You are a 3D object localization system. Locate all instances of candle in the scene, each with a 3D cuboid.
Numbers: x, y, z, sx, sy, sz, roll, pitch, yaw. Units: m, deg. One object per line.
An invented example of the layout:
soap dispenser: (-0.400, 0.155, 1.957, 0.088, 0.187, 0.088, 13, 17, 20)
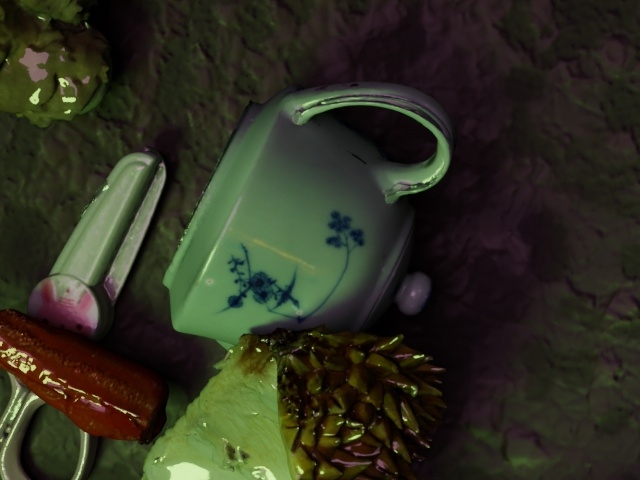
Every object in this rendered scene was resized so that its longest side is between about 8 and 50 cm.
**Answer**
candle: (-0.169, 0.075, 1.062, 0.162, 0.048, 0.053, 27, 90, 7)

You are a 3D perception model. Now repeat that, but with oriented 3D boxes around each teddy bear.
teddy bear: (-0.226, -0.227, 1.048, 0.267, 0.156, 0.256, 25, 97, 15)

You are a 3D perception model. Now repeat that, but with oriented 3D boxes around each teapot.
teapot: (0.000, 0.000, 0.995, 0.159, 0.159, 0.232, 37, 127, 12)

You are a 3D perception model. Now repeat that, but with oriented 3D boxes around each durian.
durian: (-0.022, 0.133, 0.989, 0.139, 0.252, 0.144, 32, 59, -2)

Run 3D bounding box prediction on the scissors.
scissors: (-0.159, 0.049, 1.098, 0.118, 0.030, 0.242, 32, 102, 11)
